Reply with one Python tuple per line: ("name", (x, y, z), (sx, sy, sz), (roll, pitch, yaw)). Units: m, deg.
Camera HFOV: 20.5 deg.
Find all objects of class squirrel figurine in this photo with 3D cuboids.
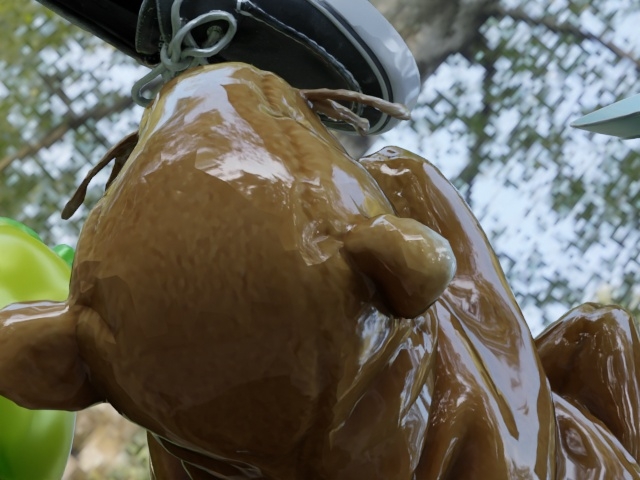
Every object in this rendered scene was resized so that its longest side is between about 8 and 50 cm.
("squirrel figurine", (0.008, 0.125, 0.765), (0.281, 0.397, 0.370), (-7, -32, 10))

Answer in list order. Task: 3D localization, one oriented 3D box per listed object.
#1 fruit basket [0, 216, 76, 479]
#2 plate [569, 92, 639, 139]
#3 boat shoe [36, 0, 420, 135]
("fruit basket", (-0.260, 0.131, 0.905), (0.283, 0.392, 0.392), (20, -26, -32))
("plate", (0.262, -0.099, 1.204), (0.188, 0.188, 0.024), (-14, -84, 47))
("boat shoe", (-0.084, -0.146, 1.166), (0.306, 0.105, 0.113), (33, -44, 11))
